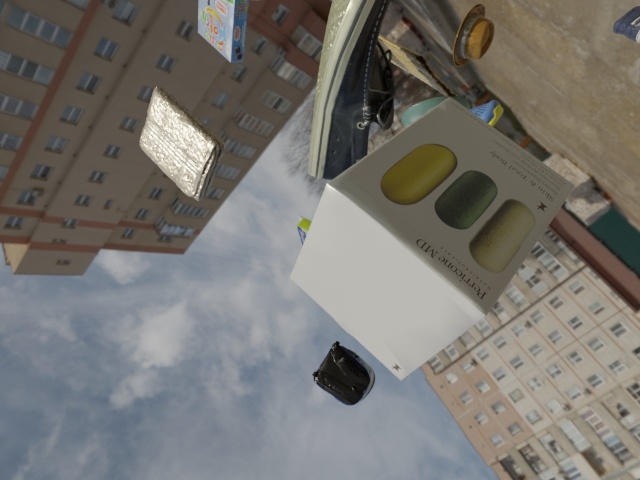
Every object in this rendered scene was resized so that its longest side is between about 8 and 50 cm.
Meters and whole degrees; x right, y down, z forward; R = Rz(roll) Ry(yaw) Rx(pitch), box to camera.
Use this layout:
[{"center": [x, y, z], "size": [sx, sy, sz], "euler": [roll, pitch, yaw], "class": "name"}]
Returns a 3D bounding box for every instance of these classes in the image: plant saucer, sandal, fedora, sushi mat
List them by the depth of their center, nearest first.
[{"center": [0.204, -0.215, 0.757], "size": [0.119, 0.120, 0.021], "euler": [10, -109, -53], "class": "plant saucer"}, {"center": [0.190, -0.410, 0.966], "size": [0.152, 0.019, 0.316], "euler": [31, -160, -37], "class": "sushi mat"}, {"center": [0.409, -0.345, 1.302], "size": [0.138, 0.317, 0.126], "euler": [47, -115, -10], "class": "sandal"}, {"center": [0.512, -0.664, 1.400], "size": [0.079, 0.194, 0.194], "euler": [34, -164, 29], "class": "fedora"}]

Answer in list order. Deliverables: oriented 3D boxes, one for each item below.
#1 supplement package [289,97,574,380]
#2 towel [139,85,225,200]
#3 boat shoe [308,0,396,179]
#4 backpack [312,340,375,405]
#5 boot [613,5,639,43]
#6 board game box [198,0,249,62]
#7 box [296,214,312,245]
[{"center": [0.135, -0.008, 0.544], "size": [0.199, 0.198, 0.263], "euler": [42, -126, 13], "class": "supplement package"}, {"center": [-0.365, -0.251, 1.113], "size": [0.282, 0.187, 0.049], "euler": [43, -148, 19], "class": "towel"}, {"center": [0.071, -0.290, 0.814], "size": [0.156, 0.500, 0.186], "euler": [7, -120, -3], "class": "boat shoe"}, {"center": [0.059, 0.296, 0.931], "size": [0.114, 0.105, 0.084], "euler": [32, 177, 27], "class": "backpack"}, {"center": [0.772, -0.525, 0.967], "size": [0.086, 0.190, 0.069], "euler": [55, 176, 39], "class": "boot"}, {"center": [-0.210, -0.521, 0.917], "size": [0.039, 0.211, 0.160], "euler": [-23, -124, -33], "class": "board game box"}, {"center": [0.000, 0.000, 1.298], "size": [0.178, 0.042, 0.109], "euler": [27, 152, 26], "class": "box"}]
